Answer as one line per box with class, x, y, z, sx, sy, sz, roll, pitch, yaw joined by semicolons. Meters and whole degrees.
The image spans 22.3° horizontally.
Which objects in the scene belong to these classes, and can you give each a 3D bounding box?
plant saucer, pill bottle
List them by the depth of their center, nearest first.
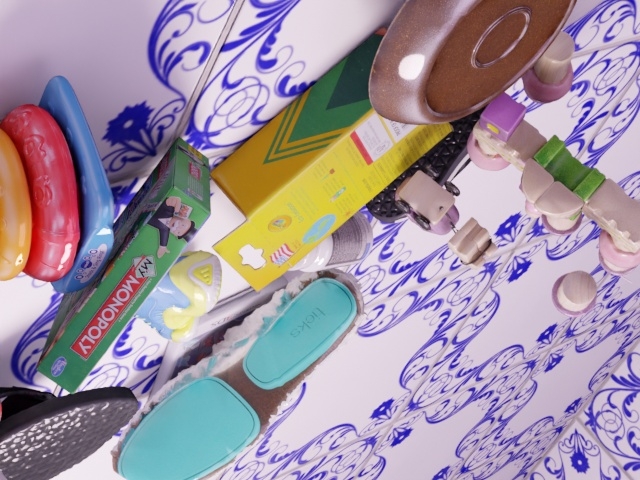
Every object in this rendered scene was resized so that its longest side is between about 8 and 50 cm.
plant saucer;0.187;-0.236;1.797;0.311;0.050;0.310;-35;157;-17
pill bottle;0.000;0.000;2.104;0.137;0.078;0.078;-8;142;-53

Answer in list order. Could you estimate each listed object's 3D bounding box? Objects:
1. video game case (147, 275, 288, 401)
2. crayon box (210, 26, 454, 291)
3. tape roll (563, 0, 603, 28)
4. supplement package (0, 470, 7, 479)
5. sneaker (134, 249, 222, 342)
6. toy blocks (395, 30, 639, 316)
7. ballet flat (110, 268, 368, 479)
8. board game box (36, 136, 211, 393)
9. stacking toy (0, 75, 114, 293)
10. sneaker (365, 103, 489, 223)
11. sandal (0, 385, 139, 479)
video game case;-0.141;0.144;2.222;0.183;0.023;0.201;-24;153;-35
crayon box;-0.001;-0.090;1.927;0.318;0.081;0.202;-41;158;-2
tape roll;0.294;-0.384;1.863;0.392;0.072;0.392;-33;156;-16
supplement package;-0.457;0.219;1.530;0.198;0.262;0.199;-23;153;-36
sneaker;-0.197;0.058;1.919;0.126;0.091;0.240;8;159;-14
toy blocks;0.287;-0.050;2.041;0.309;0.288;0.260;-48;171;-9
ballet flat;-0.102;0.190;2.186;0.409;0.147;0.147;-39;158;-2
board game box;-0.188;0.015;1.611;0.213;0.046;0.317;-52;-170;7
stacking toy;-0.346;-0.031;1.434;0.302;0.165;0.175;-8;153;-30
sneaker;0.164;-0.105;2.162;0.235;0.084;0.097;-43;159;6
sandal;-0.430;0.251;1.884;0.446;0.107;0.167;-25;157;-5
